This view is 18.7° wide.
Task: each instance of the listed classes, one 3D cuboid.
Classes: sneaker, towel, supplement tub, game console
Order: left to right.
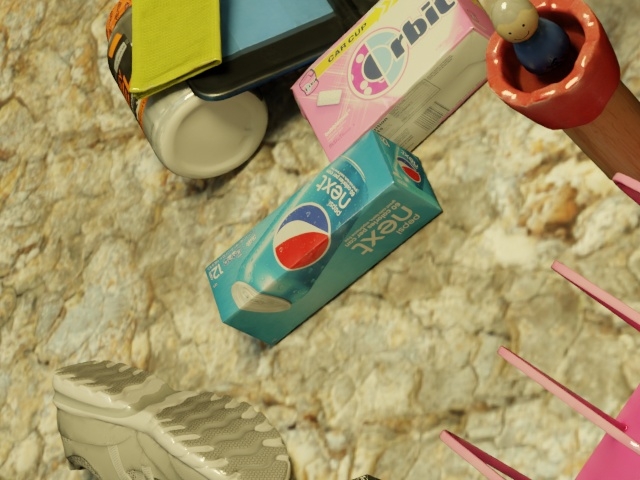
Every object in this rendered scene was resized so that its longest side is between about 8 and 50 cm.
[{"bbox_3d":[-0.137,-0.248,1.819,0.102,0.021,0.237,-22,54,29],"label":"towel"},{"bbox_3d":[-0.131,0.195,1.743,0.281,0.105,0.115,20,115,44],"label":"sneaker"},{"bbox_3d":[-0.135,-0.158,1.876,0.117,0.117,0.190,-47,46,16],"label":"supplement tub"},{"bbox_3d":[-0.050,-0.305,1.815,0.293,0.173,0.250,58,137,41],"label":"game console"}]

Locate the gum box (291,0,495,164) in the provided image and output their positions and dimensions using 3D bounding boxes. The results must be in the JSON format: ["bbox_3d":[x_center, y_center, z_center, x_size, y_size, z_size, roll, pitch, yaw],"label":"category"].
[{"bbox_3d":[0.066,-0.146,1.723,0.188,0.062,0.107,-43,47,19],"label":"gum box"}]

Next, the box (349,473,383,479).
[{"bbox_3d":[0.034,0.241,1.576,0.062,0.052,0.083,-25,56,34],"label":"box"}]

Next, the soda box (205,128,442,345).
[{"bbox_3d":[0.000,0.000,1.708,0.210,0.071,0.067,-40,48,22],"label":"soda box"}]

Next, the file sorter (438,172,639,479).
[{"bbox_3d":[0.248,0.080,1.262,0.291,0.182,0.202,-56,37,1],"label":"file sorter"}]

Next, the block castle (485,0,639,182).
[{"bbox_3d":[0.290,-0.275,1.335,0.453,0.213,0.303,-33,50,17],"label":"block castle"}]
